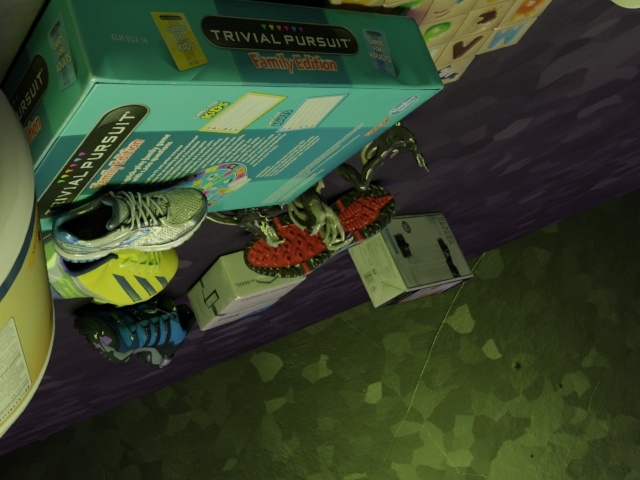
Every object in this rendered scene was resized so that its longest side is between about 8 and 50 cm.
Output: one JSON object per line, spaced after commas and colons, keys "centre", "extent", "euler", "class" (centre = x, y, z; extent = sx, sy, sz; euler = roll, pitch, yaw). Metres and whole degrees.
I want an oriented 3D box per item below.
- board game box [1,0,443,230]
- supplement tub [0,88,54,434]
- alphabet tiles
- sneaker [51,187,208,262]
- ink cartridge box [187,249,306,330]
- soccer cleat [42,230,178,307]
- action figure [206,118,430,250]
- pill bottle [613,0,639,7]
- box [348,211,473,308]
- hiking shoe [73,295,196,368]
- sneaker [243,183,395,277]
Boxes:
{"centre": [-0.099, -0.103, 0.681], "extent": [0.336, 0.079, 0.254], "euler": [-8, 163, -41], "class": "board game box"}
{"centre": [-0.293, 0.030, 0.499], "extent": [0.228, 0.228, 0.316], "euler": [-17, 159, -23], "class": "supplement tub"}
{"centre": [0.120, -0.219, 0.762], "extent": [0.285, 0.011, 0.342], "euler": [-19, 168, -16], "class": "alphabet tiles"}
{"centre": [-0.160, -0.017, 0.657], "extent": [0.135, 0.052, 0.058], "euler": [-18, 163, -11], "class": "sneaker"}
{"centre": [-0.140, 0.083, 1.446], "extent": [0.148, 0.085, 0.203], "euler": [-15, 166, -32], "class": "ink cartridge box"}
{"centre": [-0.252, 0.020, 0.955], "extent": [0.121, 0.093, 0.289], "euler": [-35, 165, 22], "class": "soccer cleat"}
{"centre": [-0.003, -0.054, 0.966], "extent": [0.276, 0.140, 0.164], "euler": [-26, 179, 10], "class": "action figure"}
{"centre": [0.356, -0.272, 0.685], "extent": [0.222, 0.124, 0.124], "euler": [-18, 167, -20], "class": "pill bottle"}
{"centre": [0.191, 0.034, 1.648], "extent": [0.087, 0.169, 0.290], "euler": [-33, 163, 34], "class": "box"}
{"centre": [-0.329, 0.145, 1.407], "extent": [0.132, 0.113, 0.304], "euler": [-50, 163, 0], "class": "hiking shoe"}
{"centre": [0.000, 0.000, 1.296], "extent": [0.262, 0.104, 0.125], "euler": [-20, 170, -8], "class": "sneaker"}
